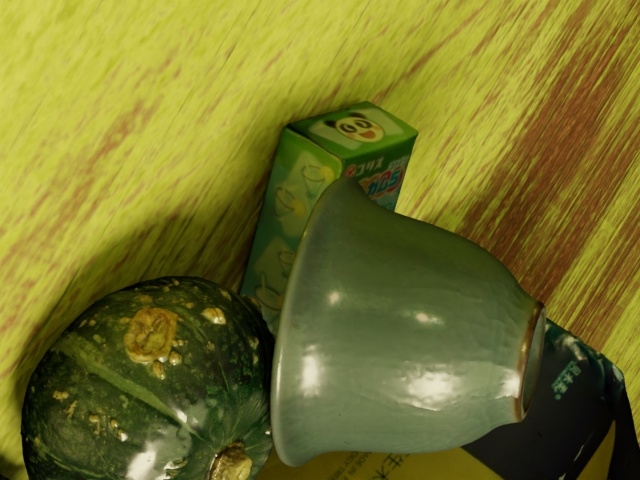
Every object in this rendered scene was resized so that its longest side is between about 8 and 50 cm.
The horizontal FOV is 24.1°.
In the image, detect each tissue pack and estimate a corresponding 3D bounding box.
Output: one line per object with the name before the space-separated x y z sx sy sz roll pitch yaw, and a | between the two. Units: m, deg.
tissue pack | 0.066 0.250 1.274 0.416 0.253 0.264 -50 152 -16

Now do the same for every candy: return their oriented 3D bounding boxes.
candy | 0.000 0.000 1.110 0.097 0.062 0.194 -21 135 -47

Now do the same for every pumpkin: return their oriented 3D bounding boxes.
pumpkin | -0.104 0.113 0.972 0.190 0.146 0.190 -28 121 -59

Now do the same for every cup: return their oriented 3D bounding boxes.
cup | 0.068 0.066 0.990 0.199 0.150 0.199 10 90 -75

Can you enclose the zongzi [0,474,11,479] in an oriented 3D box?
zongzi | -0.230 0.198 0.917 0.154 0.062 0.130 56 42 -60
